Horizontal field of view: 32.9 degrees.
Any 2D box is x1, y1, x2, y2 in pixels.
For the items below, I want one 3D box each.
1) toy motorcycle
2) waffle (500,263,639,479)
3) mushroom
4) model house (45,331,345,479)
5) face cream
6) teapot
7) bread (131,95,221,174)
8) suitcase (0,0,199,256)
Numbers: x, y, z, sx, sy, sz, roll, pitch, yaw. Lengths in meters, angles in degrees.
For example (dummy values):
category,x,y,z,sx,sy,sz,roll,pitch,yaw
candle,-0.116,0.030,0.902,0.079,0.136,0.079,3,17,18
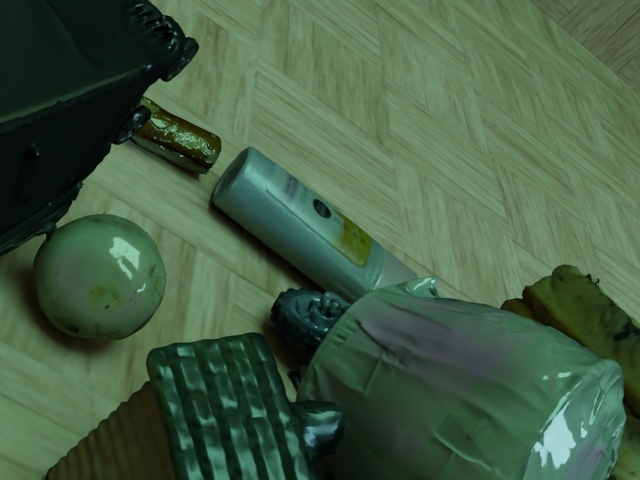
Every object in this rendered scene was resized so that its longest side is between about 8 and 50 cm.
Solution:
category,x,y,z,sx,sy,sz,roll,pitch,yaw
toy motorcycle,0.090,0.120,0.842,0.204,0.108,0.239,10,43,-49
waffle,0.300,0.209,0.847,0.376,0.114,0.261,50,-1,-27
mushroom,-0.141,0.024,0.692,0.084,0.083,0.067,39,-17,-12
model house,-0.034,0.151,0.554,0.166,0.172,0.182,14,40,-45
face cream,0.000,0.000,0.940,0.198,0.057,0.084,36,29,-17
teapot,0.068,0.135,0.662,0.178,0.221,0.163,30,27,30
bread,-0.124,-0.088,0.912,0.083,0.036,0.047,28,23,-29
suitcase,-0.274,-0.098,0.532,0.283,0.194,0.434,44,27,2
